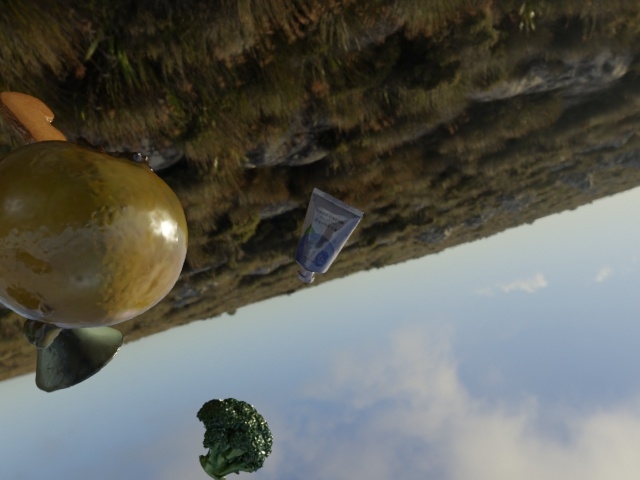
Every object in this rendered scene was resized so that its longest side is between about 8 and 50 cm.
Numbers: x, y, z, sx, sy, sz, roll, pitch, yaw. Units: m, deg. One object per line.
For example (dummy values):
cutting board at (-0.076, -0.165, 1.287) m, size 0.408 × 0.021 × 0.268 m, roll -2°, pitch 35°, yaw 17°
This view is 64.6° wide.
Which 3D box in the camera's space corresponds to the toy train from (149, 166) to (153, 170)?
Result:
toy train at (-0.490, -0.194, 1.358) m, size 0.083 × 0.017 × 0.017 m, roll -6°, pitch 146°, yaw -37°

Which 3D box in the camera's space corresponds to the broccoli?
broccoli at (-0.189, 0.421, 1.088) m, size 0.156 × 0.195 × 0.195 m, roll -55°, pitch 177°, yaw -3°

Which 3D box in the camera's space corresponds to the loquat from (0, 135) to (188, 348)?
loquat at (-0.392, 0.009, 0.818) m, size 0.328 × 0.360 × 0.328 m, roll 26°, pitch -178°, yaw -1°

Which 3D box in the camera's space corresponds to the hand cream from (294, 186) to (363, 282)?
hand cream at (0.000, 0.000, 0.775) m, size 0.142 × 0.084 × 0.053 m, roll -66°, pitch 171°, yaw 23°

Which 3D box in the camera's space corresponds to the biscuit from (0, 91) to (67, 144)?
biscuit at (-0.709, -0.297, 1.278) m, size 0.036 × 0.192 × 0.186 m, roll -40°, pitch -177°, yaw 10°

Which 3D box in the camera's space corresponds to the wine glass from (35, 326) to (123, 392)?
wine glass at (-0.768, 0.186, 1.394) m, size 0.266 × 0.406 × 0.267 m, roll -17°, pitch -152°, yaw 9°
